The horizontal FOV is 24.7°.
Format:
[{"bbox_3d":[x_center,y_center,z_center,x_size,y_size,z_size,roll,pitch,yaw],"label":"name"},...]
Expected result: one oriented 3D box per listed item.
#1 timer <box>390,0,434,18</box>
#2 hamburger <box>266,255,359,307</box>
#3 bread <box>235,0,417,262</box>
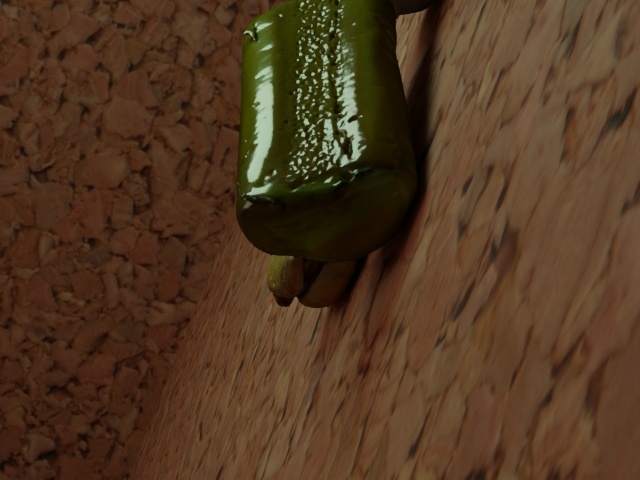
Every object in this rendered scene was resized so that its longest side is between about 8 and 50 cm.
[{"bbox_3d":[0.067,-0.393,1.546,0.291,0.291,0.315,-106,13,-78],"label":"timer"},{"bbox_3d":[0.000,0.000,1.485,0.147,0.083,0.138,131,162,-65],"label":"hamburger"},{"bbox_3d":[0.005,-0.112,1.408,0.383,0.166,0.112,-93,-13,-52],"label":"bread"}]
